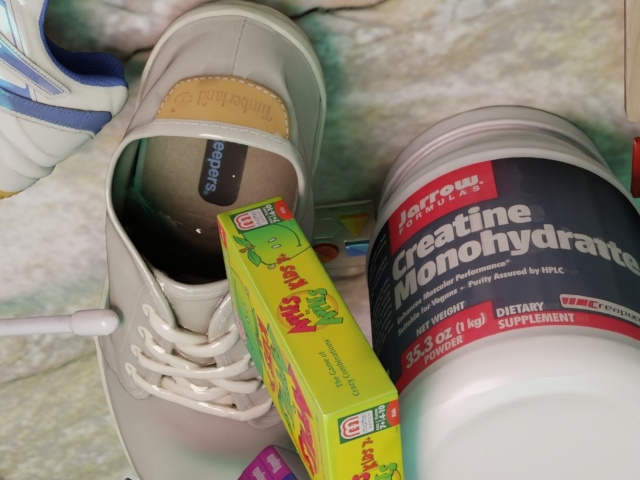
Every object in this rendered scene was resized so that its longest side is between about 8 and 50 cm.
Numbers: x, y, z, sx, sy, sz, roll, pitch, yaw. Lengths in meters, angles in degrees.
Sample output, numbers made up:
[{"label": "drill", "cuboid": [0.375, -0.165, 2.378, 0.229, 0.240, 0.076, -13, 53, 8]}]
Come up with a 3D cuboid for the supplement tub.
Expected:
[{"label": "supplement tub", "cuboid": [0.126, 0.056, 0.911, 0.191, 0.272, 0.191, -1, 128, -1]}]

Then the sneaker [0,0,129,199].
[{"label": "sneaker", "cuboid": [-0.228, -0.168, 0.853, 0.131, 0.112, 0.296, -33, 125, 1]}]

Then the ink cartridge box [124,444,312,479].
[{"label": "ink cartridge box", "cuboid": [0.060, 0.221, 0.889, 0.330, 0.324, 0.071, 22, 93, -18]}]

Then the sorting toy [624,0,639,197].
[{"label": "sorting toy", "cuboid": [0.256, -0.141, 0.902, 0.132, 0.046, 0.274, -7, 128, 4]}]

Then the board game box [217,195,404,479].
[{"label": "board game box", "cuboid": [-0.007, 0.065, 0.816, 0.043, 0.181, 0.092, -17, 131, -13]}]

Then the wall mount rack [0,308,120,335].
[{"label": "wall mount rack", "cuboid": [-0.325, 0.080, 0.955, 0.304, 0.130, 0.350, -44, 141, 16]}]

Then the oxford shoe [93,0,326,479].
[{"label": "oxford shoe", "cuboid": [-0.081, 0.054, 0.988, 0.169, 0.130, 0.449, 9, 128, 1]}]

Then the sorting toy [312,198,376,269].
[{"label": "sorting toy", "cuboid": [0.000, 0.000, 1.029, 0.083, 0.012, 0.062, -7, 128, 4]}]
